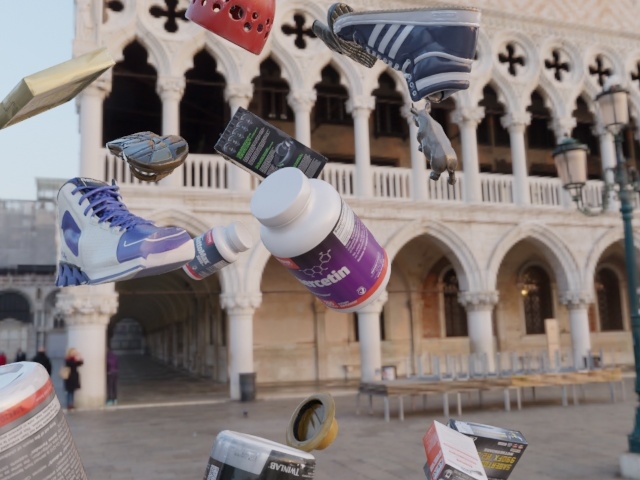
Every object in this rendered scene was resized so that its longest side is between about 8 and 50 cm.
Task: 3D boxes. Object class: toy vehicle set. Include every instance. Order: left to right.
[{"bbox_3d":[-0.516,-0.285,1.216,0.166,0.035,0.266,-37,18,-35],"label":"toy vehicle set"}]

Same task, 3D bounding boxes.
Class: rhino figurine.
[{"bbox_3d":[0.282,-0.260,1.623,0.073,0.243,0.106,-19,-25,-1],"label":"rhino figurine"}]

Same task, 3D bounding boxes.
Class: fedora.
[{"bbox_3d":[-0.010,0.507,1.736,0.079,0.194,0.194,44,-31,-24],"label":"fedora"}]

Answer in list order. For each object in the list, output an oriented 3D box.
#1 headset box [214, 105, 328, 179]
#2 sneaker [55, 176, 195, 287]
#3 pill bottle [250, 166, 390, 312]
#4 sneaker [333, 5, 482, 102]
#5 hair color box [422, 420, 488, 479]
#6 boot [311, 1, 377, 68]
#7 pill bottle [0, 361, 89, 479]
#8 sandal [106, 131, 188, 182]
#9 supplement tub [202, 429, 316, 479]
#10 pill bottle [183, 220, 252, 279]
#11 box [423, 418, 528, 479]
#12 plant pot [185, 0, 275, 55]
[{"bbox_3d":[-0.136,-0.224,1.706,0.283,0.131,0.246,31,0,-4],"label":"headset box"},{"bbox_3d":[-0.352,-0.022,1.040,0.315,0.182,0.127,-8,2,42],"label":"sneaker"},{"bbox_3d":[0.000,0.000,1.306,0.181,0.182,0.323,-8,-39,35],"label":"pill bottle"},{"bbox_3d":[0.138,-0.317,1.103,0.282,0.153,0.099,12,18,37],"label":"sneaker"},{"bbox_3d":[0.256,0.423,1.227,0.093,0.053,0.167,27,10,-2],"label":"hair color box"},{"bbox_3d":[0.035,-0.517,1.591,0.161,0.083,0.246,30,0,30],"label":"boot"},{"bbox_3d":[-0.457,0.386,0.951,0.210,0.363,0.210,-16,10,3],"label":"pill bottle"},{"bbox_3d":[-0.250,-0.115,0.918,0.090,0.060,0.219,-22,23,-30],"label":"sandal"},{"bbox_3d":[-0.136,0.513,1.121,0.193,0.316,0.193,15,-15,4],"label":"supplement tub"},{"bbox_3d":[-0.278,0.022,1.704,0.180,0.108,0.108,-27,-16,16],"label":"pill bottle"},{"bbox_3d":[0.419,0.585,1.728,0.231,0.183,0.056,15,21,-18],"label":"box"},{"bbox_3d":[-0.190,-0.543,1.455,0.191,0.174,0.191,26,15,-8],"label":"plant pot"}]
